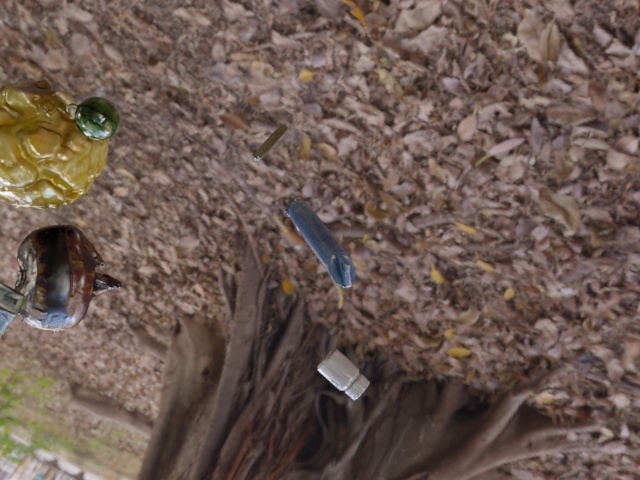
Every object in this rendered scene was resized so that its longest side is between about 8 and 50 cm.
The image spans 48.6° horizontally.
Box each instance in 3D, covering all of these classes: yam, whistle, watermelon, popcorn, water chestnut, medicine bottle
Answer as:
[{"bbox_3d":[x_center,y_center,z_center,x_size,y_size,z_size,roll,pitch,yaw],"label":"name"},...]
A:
[{"bbox_3d":[-0.103,-0.201,1.457,0.021,0.116,0.021,23,142,20],"label":"yam"},{"bbox_3d":[0.000,0.000,1.577,0.062,0.062,0.304,54,180,-38],"label":"whistle"},{"bbox_3d":[-0.500,-0.275,1.578,0.109,0.109,0.109,23,152,13],"label":"watermelon"},{"bbox_3d":[-0.771,-0.246,1.907,0.344,0.353,0.390,-7,159,18],"label":"popcorn"},{"bbox_3d":[-0.699,0.105,1.959,0.300,0.300,0.300,23,152,13],"label":"water chestnut"},{"bbox_3d":[0.041,0.240,1.266,0.089,0.052,0.052,42,153,3],"label":"medicine bottle"}]

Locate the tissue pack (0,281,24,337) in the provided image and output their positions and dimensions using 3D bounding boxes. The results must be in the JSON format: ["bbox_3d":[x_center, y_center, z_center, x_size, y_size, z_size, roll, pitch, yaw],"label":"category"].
[{"bbox_3d":[-0.688,0.145,1.343,0.173,0.073,0.235,34,123,-20],"label":"tissue pack"}]
